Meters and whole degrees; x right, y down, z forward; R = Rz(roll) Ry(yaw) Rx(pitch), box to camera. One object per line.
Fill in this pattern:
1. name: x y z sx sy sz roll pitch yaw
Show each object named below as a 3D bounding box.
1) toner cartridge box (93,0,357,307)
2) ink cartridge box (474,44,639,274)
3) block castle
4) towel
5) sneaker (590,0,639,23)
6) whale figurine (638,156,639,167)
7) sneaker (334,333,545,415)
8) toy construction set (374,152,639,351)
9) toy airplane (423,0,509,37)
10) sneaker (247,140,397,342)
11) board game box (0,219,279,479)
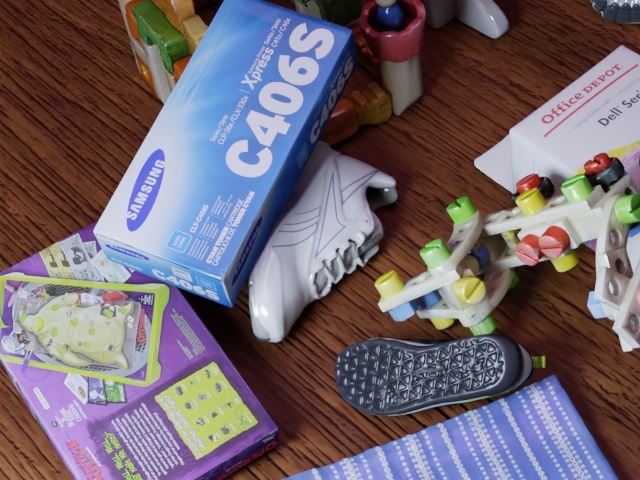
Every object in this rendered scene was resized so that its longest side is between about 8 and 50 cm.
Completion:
1. toner cartridge box: -0.102 -0.111 1.619 0.165 0.075 0.348 19 67 16
2. ink cartridge box: 0.366 -0.096 1.669 0.207 0.119 0.353 -37 52 -22
3. block castle: -0.090 -0.309 1.895 0.303 0.213 0.453 -29 49 -15
4. towel: 0.140 0.281 1.426 0.336 0.040 0.243 -20 48 -8
5. sneaker: 0.500 -0.352 1.897 0.275 0.107 0.110 10 41 19
6. whale figurine: 0.477 -0.121 1.498 0.272 0.141 0.216 -20 50 -8
7. sneaker: 0.129 0.147 1.536 0.234 0.097 0.084 -5 82 31
8. toy construction set: 0.235 0.017 1.517 0.327 0.151 0.215 3 36 44
9. toy airplane: 0.183 -0.458 1.873 0.386 0.384 0.272 39 84 -8
10. sneaker: 0.000 0.000 1.670 0.129 0.111 0.297 14 53 15
11. board game box: -0.223 0.139 1.556 0.208 0.056 0.347 -27 60 -20
